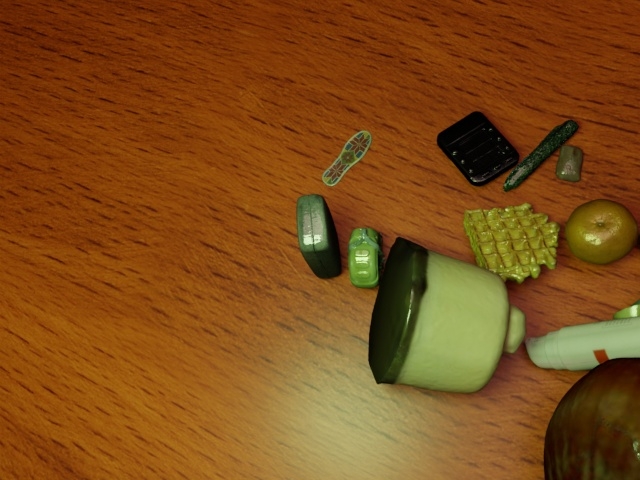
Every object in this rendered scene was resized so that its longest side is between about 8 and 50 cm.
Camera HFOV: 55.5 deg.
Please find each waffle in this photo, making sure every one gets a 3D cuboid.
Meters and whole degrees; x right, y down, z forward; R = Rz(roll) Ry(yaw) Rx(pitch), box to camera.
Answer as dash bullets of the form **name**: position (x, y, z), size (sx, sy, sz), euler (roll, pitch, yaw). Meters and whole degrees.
- **waffle**: position (0.477, 0.006, 1.458), size (0.219, 0.057, 0.229), euler (-8, 47, -1)

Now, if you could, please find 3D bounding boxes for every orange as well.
- **orange**: position (0.657, -0.018, 1.428), size (0.159, 0.136, 0.159), euler (-8, 67, 20)

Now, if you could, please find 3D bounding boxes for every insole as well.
- **insole**: position (0.074, -0.227, 1.671), size (0.065, 0.006, 0.193), euler (38, 81, 19)

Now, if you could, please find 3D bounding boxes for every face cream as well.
- **face cream**: position (0.607, 0.220, 1.289), size (0.345, 0.102, 0.102), euler (-22, 61, 47)

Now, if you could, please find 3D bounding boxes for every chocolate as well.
- **chocolate**: position (0.279, 0.187, 1.357), size (0.297, 0.326, 0.314), euler (14, 97, -9)
- **chocolate**: position (0.641, -0.202, 1.551), size (0.064, 0.031, 0.101), euler (16, 73, 10)

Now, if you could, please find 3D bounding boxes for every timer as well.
- **timer**: position (0.410, -0.237, 1.594), size (0.144, 0.055, 0.187), euler (-31, 65, -4)

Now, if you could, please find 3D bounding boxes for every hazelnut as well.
- **hazelnut**: position (0.611, 0.407, 1.136), size (0.402, 0.429, 0.402), euler (4, 70, -10)

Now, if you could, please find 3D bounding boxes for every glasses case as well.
- **glasses case**: position (0.000, 0.000, 1.438), size (0.074, 0.323, 0.131), euler (-6, 74, 6)

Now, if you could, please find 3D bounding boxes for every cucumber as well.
- **cucumber**: position (0.561, -0.219, 1.562), size (0.256, 0.044, 0.043), euler (-43, 26, -5)

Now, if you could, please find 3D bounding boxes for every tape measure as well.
- **tape measure**: position (0.114, 0.041, 1.492), size (0.087, 0.177, 0.154), euler (1, 83, 14)

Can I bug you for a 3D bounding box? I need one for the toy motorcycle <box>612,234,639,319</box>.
- **toy motorcycle**: position (0.799, 0.111, 1.350), size (0.237, 0.169, 0.410), euler (22, 71, 10)
